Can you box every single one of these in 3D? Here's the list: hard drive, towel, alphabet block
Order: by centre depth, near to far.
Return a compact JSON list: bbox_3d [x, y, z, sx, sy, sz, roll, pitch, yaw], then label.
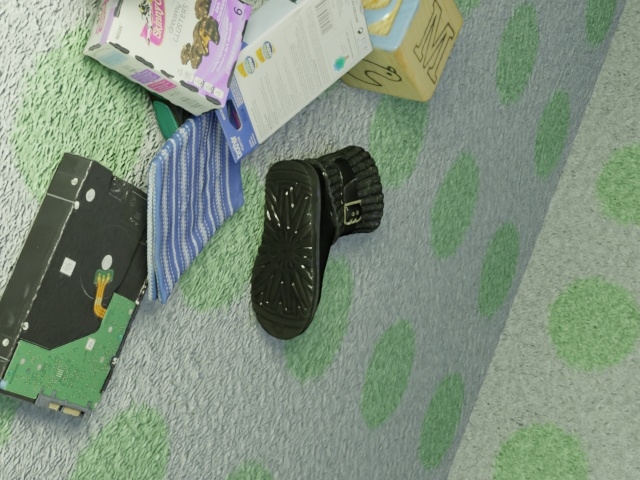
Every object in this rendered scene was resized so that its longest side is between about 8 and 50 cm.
[{"bbox_3d":[-0.345,0.072,1.673,0.237,0.064,0.339,36,72,-60],"label":"hard drive"},{"bbox_3d":[-0.184,-0.085,1.802,0.336,0.040,0.243,-60,158,-56],"label":"towel"},{"bbox_3d":[0.123,-0.393,2.148,0.193,0.192,0.197,-65,150,-12],"label":"alphabet block"}]

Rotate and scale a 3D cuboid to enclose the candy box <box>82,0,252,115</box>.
[{"bbox_3d":[-0.207,-0.289,1.617,0.196,0.070,0.165,26,68,-34],"label":"candy box"}]

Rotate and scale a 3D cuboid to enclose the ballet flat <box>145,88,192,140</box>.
[{"bbox_3d":[-0.223,-0.225,1.732,0.074,0.074,0.203,-59,155,-26],"label":"ballet flat"}]

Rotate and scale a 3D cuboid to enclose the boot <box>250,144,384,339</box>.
[{"bbox_3d":[0.004,0.000,2.195,0.260,0.131,0.348,-13,115,-59],"label":"boot"}]

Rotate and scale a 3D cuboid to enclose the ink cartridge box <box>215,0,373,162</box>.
[{"bbox_3d":[-0.057,-0.281,1.818,0.311,0.065,0.186,-44,145,-20],"label":"ink cartridge box"}]
